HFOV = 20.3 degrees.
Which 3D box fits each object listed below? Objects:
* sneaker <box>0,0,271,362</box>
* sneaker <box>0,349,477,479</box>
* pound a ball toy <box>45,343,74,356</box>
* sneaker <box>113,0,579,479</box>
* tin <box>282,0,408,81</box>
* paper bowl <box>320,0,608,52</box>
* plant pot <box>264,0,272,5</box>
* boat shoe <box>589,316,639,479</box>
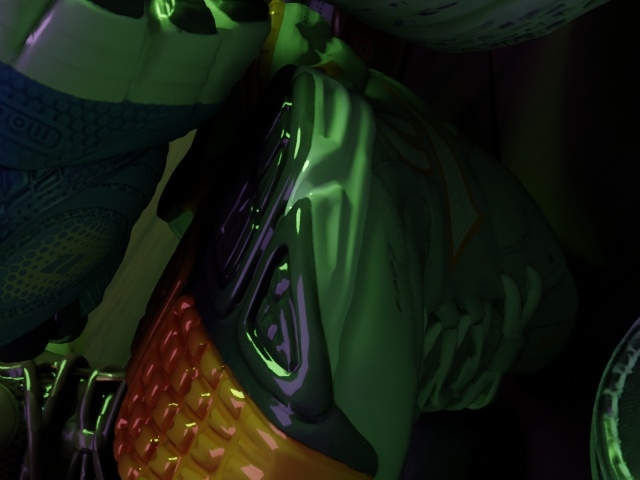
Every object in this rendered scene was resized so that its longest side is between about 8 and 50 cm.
[{"bbox_3d":[-0.102,-0.053,0.556,0.147,0.129,0.330,-57,9,12],"label":"sneaker"},{"bbox_3d":[-0.070,0.083,0.619,0.281,0.162,0.106,-22,53,66],"label":"sneaker"},{"bbox_3d":[-0.252,0.198,1.107,0.319,0.135,0.208,-54,1,42],"label":"pound a ball toy"},{"bbox_3d":[0.022,0.011,0.480,0.099,0.121,0.262,-59,11,19],"label":"sneaker"},{"bbox_3d":[-0.010,-0.087,0.799,0.190,0.040,0.106,-133,59,-68],"label":"tin"},{"bbox_3d":[0.075,-0.184,0.461,0.284,0.148,0.284,-45,33,40],"label":"paper bowl"},{"bbox_3d":[-0.047,-0.235,0.705,0.207,0.228,0.227,-34,35,58],"label":"plant pot"},{"bbox_3d":[0.103,0.046,0.272,0.113,0.105,0.306,-70,20,5],"label":"boat shoe"}]
